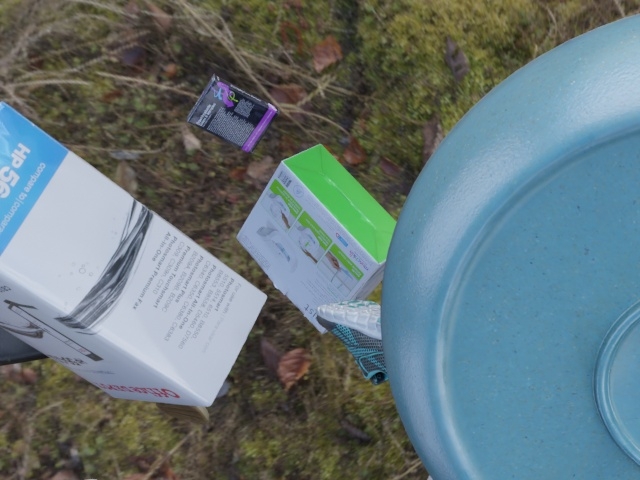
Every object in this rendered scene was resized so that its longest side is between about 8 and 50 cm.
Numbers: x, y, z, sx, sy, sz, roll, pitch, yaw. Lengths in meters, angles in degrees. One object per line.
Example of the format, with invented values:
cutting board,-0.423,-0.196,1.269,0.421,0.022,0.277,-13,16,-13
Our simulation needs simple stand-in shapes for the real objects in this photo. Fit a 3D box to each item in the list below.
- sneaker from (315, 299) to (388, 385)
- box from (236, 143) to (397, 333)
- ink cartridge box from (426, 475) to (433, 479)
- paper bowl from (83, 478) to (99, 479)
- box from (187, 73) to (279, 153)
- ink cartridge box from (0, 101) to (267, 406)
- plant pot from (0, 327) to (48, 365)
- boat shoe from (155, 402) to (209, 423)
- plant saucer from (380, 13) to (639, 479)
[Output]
sneaker,0.047,0.103,0.862,0.166,0.064,0.076,12,104,59
box,0.000,0.000,1.647,0.262,0.126,0.231,46,133,13
ink cartridge box,0.172,0.172,0.736,0.045,0.179,0.145,28,83,38
paper bowl,-0.348,0.451,1.232,0.148,0.284,0.284,43,99,16
box,-0.186,-0.267,1.866,0.116,0.162,0.029,-52,30,25
ink cartridge box,-0.158,0.020,0.552,0.148,0.203,0.086,-9,48,53
plant pot,-0.294,0.028,0.947,0.166,0.188,0.188,4,97,-19
boat shoe,-0.317,0.310,1.990,0.123,0.342,0.123,7,58,20
plant saucer,0.175,0.058,0.387,0.317,0.044,0.318,7,112,17
